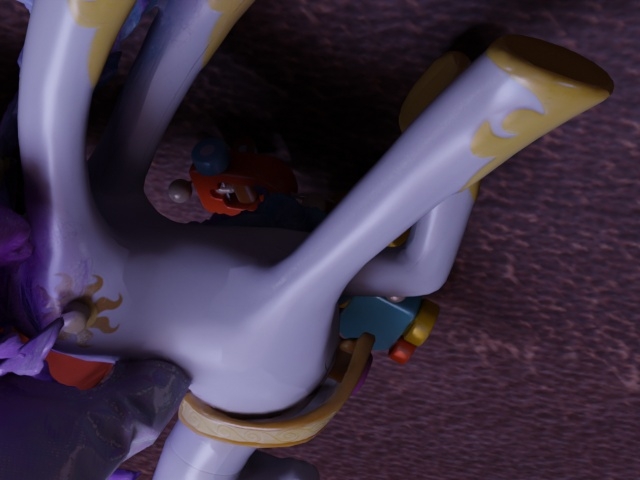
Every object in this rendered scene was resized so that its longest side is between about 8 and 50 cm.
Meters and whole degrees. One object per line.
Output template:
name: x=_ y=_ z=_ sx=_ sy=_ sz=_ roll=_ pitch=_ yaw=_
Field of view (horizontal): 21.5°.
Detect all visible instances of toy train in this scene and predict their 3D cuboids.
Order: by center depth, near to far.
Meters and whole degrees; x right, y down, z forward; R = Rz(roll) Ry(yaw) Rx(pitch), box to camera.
toy train: x=0.000 y=0.000 z=0.894 sx=0.125 sy=0.046 sz=0.166 roll=3 pitch=141 yaw=28

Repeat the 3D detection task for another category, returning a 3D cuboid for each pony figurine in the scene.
pony figurine: x=-0.095 y=0.024 z=0.739 sx=0.351 sy=0.303 sz=0.363 roll=18 pitch=117 yaw=-13

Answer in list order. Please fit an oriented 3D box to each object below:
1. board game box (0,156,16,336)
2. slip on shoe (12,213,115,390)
board game box: x=-0.284 y=0.065 z=1.017 sx=0.208 sy=0.056 sz=0.347 roll=19 pitch=129 yaw=11
slip on shoe: x=-0.203 y=0.084 z=1.080 sx=0.123 sy=0.101 sz=0.331 roll=30 pitch=146 yaw=-11
